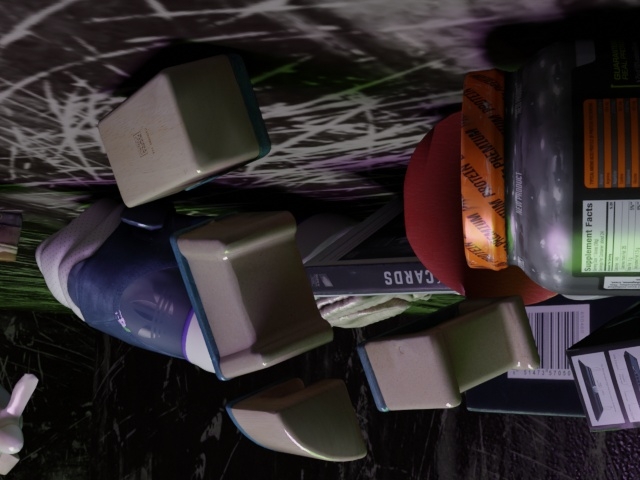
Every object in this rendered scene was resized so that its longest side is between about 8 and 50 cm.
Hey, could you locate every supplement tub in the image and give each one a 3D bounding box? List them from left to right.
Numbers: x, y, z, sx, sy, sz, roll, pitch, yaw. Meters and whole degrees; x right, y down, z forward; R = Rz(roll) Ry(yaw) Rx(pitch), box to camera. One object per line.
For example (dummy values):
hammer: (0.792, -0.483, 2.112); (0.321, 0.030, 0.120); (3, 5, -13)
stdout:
supplement tub: (0.160, -0.033, 0.459); (0.190, 0.117, 0.117); (0, 173, 13)

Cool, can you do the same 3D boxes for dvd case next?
dvd case: (0.128, -0.004, 0.772); (0.238, 0.030, 0.179); (-4, -163, 31)

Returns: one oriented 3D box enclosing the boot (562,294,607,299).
boot: (0.331, 0.003, 0.931); (0.123, 0.095, 0.258); (-10, -178, -30)

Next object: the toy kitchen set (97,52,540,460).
toy kitchen set: (0.000, 0.000, 0.571); (0.166, 0.207, 0.122); (-20, -176, -28)

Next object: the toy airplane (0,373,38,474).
toy airplane: (-0.423, 0.083, 0.900); (0.272, 0.384, 0.386); (-34, 179, 4)

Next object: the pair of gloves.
pair of gloves: (0.105, 0.034, 0.927); (0.240, 0.042, 0.204); (-22, 175, 15)

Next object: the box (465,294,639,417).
box: (0.444, 0.144, 1.477); (0.395, 0.212, 0.293); (8, 170, -40)

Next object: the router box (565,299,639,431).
router box: (0.401, 0.072, 0.929); (0.242, 0.081, 0.308); (-17, -178, 41)

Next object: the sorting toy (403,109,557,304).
sorting toy: (0.239, -0.033, 0.614); (0.365, 0.127, 0.126); (1, -163, 15)

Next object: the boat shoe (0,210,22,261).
boat shoe: (-0.326, -0.025, 0.886); (0.152, 0.049, 0.056); (19, 174, 0)

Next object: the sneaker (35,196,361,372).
sneaker: (-0.112, 0.009, 0.974); (0.236, 0.130, 0.322); (22, -160, 21)
